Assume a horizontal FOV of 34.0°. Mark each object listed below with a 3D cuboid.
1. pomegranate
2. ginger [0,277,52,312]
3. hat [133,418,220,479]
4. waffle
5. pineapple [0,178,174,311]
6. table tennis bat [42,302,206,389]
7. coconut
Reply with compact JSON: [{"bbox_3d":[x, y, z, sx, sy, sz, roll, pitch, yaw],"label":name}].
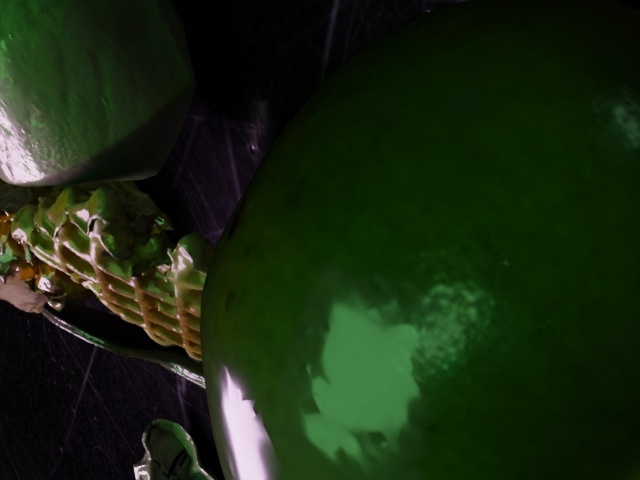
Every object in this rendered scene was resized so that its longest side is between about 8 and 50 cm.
[{"bbox_3d":[0.080,0.062,0.449,0.358,0.216,0.309,50,127,43],"label":"pomegranate"},{"bbox_3d":[-0.387,-0.011,1.317,0.221,0.130,0.275,33,140,34],"label":"ginger"},{"bbox_3d":[-0.136,0.283,1.154,0.166,0.081,0.122,28,92,30],"label":"hat"},{"bbox_3d":[-0.122,0.041,0.862,0.261,0.056,0.250,-3,143,48],"label":"waffle"},{"bbox_3d":[-0.263,-0.026,1.092,0.236,0.186,0.114,17,129,1],"label":"pineapple"},{"bbox_3d":[-0.180,0.108,1.074,0.246,0.138,0.022,22,93,30],"label":"table tennis bat"},{"bbox_3d":[-0.203,-0.144,0.863,0.236,0.204,0.236,21,141,18],"label":"coconut"}]
